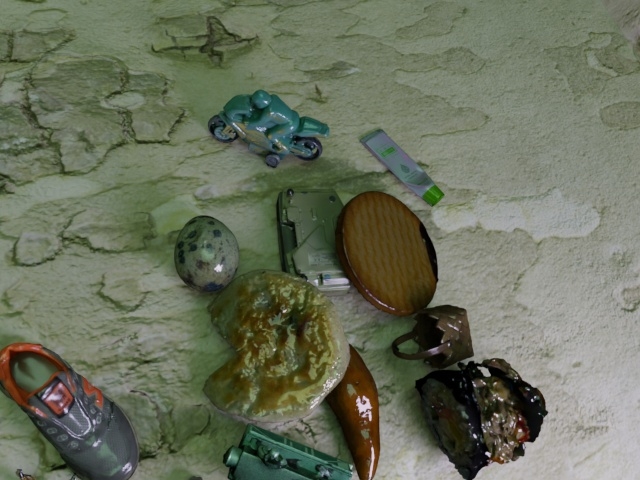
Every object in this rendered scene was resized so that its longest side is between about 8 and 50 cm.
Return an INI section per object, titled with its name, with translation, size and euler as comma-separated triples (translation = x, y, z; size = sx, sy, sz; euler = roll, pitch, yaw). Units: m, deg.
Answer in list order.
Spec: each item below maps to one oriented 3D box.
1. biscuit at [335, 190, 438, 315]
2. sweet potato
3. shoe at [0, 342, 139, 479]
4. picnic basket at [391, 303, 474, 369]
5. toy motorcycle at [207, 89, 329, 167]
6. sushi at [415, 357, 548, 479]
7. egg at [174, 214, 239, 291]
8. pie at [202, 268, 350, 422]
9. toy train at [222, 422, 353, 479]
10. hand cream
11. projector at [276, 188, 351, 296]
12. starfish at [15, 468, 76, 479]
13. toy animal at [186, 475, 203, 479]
[biscuit]
translation = 0.165, 0.028, 1.311
size = 0.318, 0.040, 0.318
euler = 19, 57, -31
[sweet potato]
translation = 0.062, 0.317, 1.153
size = 0.112, 0.112, 0.359
euler = -16, 68, -23
[shoe]
translation = -0.455, 0.296, 0.978
size = 0.336, 0.171, 0.132
euler = 42, 60, 8
[picnic basket]
translation = 0.247, 0.223, 1.237
size = 0.178, 0.128, 0.137
euler = -14, 97, -16
[toy motorcycle]
translation = -0.127, -0.289, 1.357
size = 0.297, 0.198, 0.109
euler = 16, 56, -9
[sushi]
translation = 0.341, 0.354, 1.142
size = 0.219, 0.238, 0.225
euler = -21, 63, -7
[egg]
translation = -0.248, 0.025, 1.193
size = 0.141, 0.141, 0.181
euler = -2, 54, -17
[pie]
translation = -0.097, 0.211, 1.134
size = 0.338, 0.075, 0.337
euler = -3, 66, 7
[toy train]
translation = -0.057, 0.448, 1.017
size = 0.269, 0.154, 0.115
euler = 23, 82, -4
[hand cream]
translation = 0.229, -0.205, 1.507
size = 0.275, 0.050, 0.079
euler = 48, 34, 16
[projector]
translation = 0.000, 0.000, 1.307
size = 0.194, 0.088, 0.269
euler = -2, 65, -14
[starfish]
translation = -0.491, 0.452, 0.960
size = 0.133, 0.041, 0.130
euler = -34, 89, -25
[toy animal]
translation = -0.143, 0.549, 0.941
size = 0.266, 0.188, 0.307
euler = -20, 74, -14
